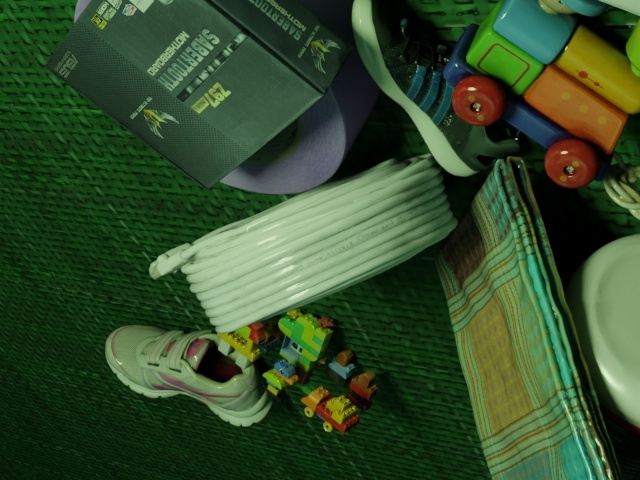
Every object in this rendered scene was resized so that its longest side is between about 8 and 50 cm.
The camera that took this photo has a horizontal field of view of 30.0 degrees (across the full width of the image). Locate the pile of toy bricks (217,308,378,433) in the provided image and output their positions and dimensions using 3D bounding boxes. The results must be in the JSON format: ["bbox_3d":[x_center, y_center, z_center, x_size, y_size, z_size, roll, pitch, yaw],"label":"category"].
[{"bbox_3d":[-0.016,0.135,1.488,0.212,0.118,0.105,34,125,24],"label":"pile of toy bricks"}]

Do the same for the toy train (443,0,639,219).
[{"bbox_3d":[0.231,-0.111,0.906,0.248,0.105,0.143,33,136,-5],"label":"toy train"}]

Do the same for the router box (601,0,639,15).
[{"bbox_3d":[0.209,-0.277,0.679,0.301,0.082,0.335,23,149,11],"label":"router box"}]

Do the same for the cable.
[{"bbox_3d":[0.000,0.000,1.102,0.257,0.257,0.089,-18,96,48],"label":"cable"}]

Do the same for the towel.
[{"bbox_3d":[0.181,0.142,1.078,0.040,0.370,0.271,-9,161,-12],"label":"towel"}]

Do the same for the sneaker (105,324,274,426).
[{"bbox_3d":[-0.184,0.165,1.668,0.252,0.103,0.111,15,143,11],"label":"sneaker"}]

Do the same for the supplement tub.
[{"bbox_3d":[0.290,0.135,1.116,0.191,0.191,0.272,24,150,9],"label":"supplement tub"}]

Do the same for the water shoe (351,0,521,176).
[{"bbox_3d":[0.102,-0.141,1.006,0.080,0.073,0.203,-20,131,27],"label":"water shoe"}]

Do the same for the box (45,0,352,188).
[{"bbox_3d":[-0.108,-0.150,0.985,0.183,0.059,0.232,37,149,-15],"label":"box"}]

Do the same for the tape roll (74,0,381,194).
[{"bbox_3d":[-0.083,-0.166,1.088,0.274,0.090,0.275,21,149,13],"label":"tape roll"}]
